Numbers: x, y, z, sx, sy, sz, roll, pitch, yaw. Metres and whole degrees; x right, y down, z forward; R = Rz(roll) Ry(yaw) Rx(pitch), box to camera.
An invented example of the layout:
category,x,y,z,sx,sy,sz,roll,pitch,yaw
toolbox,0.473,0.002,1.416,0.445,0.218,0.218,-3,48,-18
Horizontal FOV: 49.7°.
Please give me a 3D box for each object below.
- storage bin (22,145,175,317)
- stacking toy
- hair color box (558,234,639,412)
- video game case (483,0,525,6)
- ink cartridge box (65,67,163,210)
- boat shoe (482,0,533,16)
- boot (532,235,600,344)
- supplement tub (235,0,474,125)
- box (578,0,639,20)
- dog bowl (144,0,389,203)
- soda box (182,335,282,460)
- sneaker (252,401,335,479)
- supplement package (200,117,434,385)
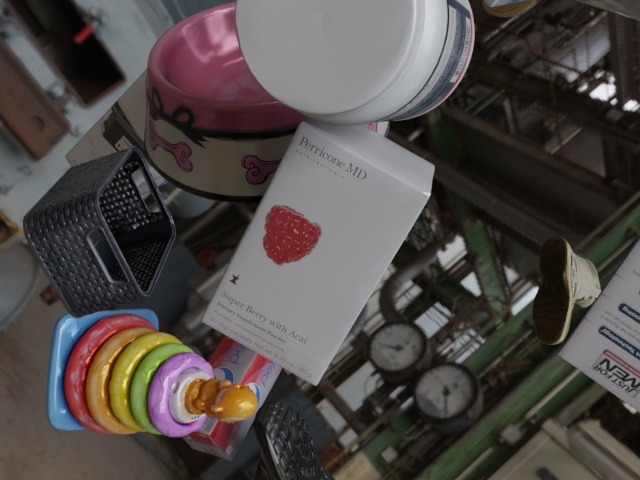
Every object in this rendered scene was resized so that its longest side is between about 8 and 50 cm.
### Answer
category,x,y,z,sx,sy,sz,roll,pitch,yaw
storage bin,-0.233,-0.014,0.756,0.180,0.084,0.122,-90,162,-64
stacking toy,-0.196,0.187,0.883,0.301,0.166,0.175,4,1,36
hair color box,0.520,0.073,0.994,0.173,0.347,0.105,37,19,25
video game case,0.301,-0.384,0.925,0.019,0.143,0.157,48,-50,11
ink cartridge box,-0.341,-0.260,1.563,0.394,0.285,0.166,-31,-86,36
boat shoe,0.302,-0.464,1.001,0.277,0.098,0.096,101,-6,-49
boot,0.495,0.116,1.374,0.077,0.213,0.165,-7,-24,43
supplement tub,0.047,-0.217,0.712,0.191,0.191,0.272,50,23,5
box,0.678,-0.626,1.489,0.168,0.215,0.345,38,11,-33
dog bowl,-0.092,-0.245,1.097,0.408,0.407,0.151,44,-29,37
soda box,-0.137,0.229,1.171,0.092,0.263,0.084,4,-42,33
sneaker,-0.067,0.370,1.085,0.107,0.124,0.283,-67,142,-51
supplement package,0.000,0.000,0.902,0.177,0.293,0.175,29,20,1
